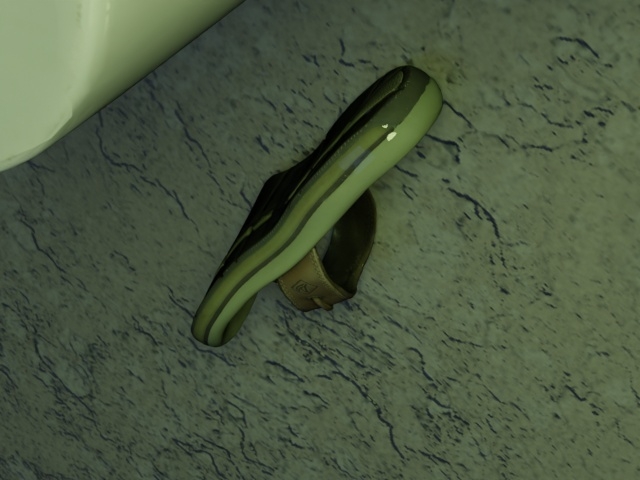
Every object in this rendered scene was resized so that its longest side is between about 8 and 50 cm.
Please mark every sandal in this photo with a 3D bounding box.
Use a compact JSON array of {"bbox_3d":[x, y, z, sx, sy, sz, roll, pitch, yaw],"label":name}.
[{"bbox_3d":[0.000,0.001,1.016,0.086,0.120,0.303,35,144,-10],"label":"sandal"}]

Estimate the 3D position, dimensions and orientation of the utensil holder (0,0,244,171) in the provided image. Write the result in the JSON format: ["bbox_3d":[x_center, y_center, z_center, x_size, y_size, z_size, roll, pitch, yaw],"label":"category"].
[{"bbox_3d":[-0.083,-0.254,0.623,0.327,0.385,0.328,24,138,24],"label":"utensil holder"}]
